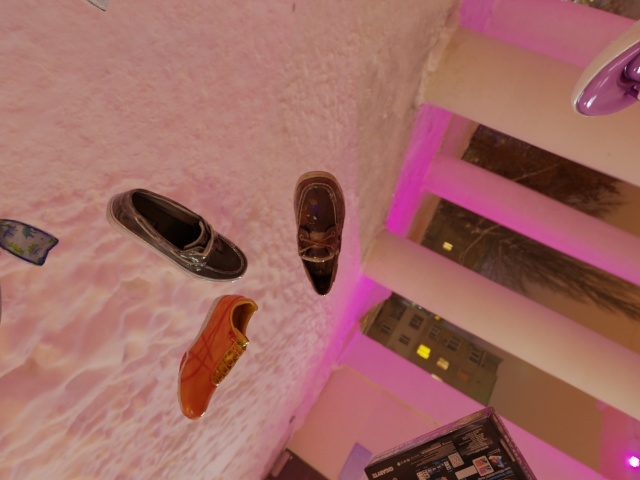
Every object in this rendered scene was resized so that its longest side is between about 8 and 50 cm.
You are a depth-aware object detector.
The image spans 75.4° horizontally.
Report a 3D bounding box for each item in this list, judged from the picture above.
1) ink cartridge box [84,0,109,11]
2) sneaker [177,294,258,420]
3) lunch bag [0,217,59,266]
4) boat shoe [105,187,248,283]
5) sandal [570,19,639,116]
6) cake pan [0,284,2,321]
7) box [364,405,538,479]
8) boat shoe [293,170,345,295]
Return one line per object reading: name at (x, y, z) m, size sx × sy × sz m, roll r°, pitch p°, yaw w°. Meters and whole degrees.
ink cartridge box at (-0.492, -0.576, 0.695) m, size 0.129 × 0.307 × 0.223 m, roll -68°, pitch -176°, yaw -81°
sneaker at (-0.136, 0.149, 0.555) m, size 0.064 × 0.067 × 0.175 m, roll 57°, pitch 42°, yaw -50°
lunch bag at (-0.717, -0.006, 0.965) m, size 0.151 × 0.128 × 0.096 m, roll 41°, pitch 63°, yaw -38°
boat shoe at (-0.280, 0.003, 0.881) m, size 0.335 × 0.119 × 0.121 m, roll 30°, pitch 63°, yaw -36°
sandal at (0.506, -0.258, 0.549) m, size 0.416 × 0.169 × 0.103 m, roll 121°, pitch -33°, yaw -74°
cake pan at (-0.339, 0.090, 0.232) m, size 0.293 × 0.054 × 0.294 m, roll 23°, pitch 90°, yaw -81°
box at (0.196, 0.368, 0.595) m, size 0.220 × 0.175 × 0.051 m, roll -36°, pitch 162°, yaw 21°
boat shoe at (0.000, 0.000, 0.967) m, size 0.342 × 0.123 × 0.123 m, roll 93°, pitch -7°, yaw -45°
